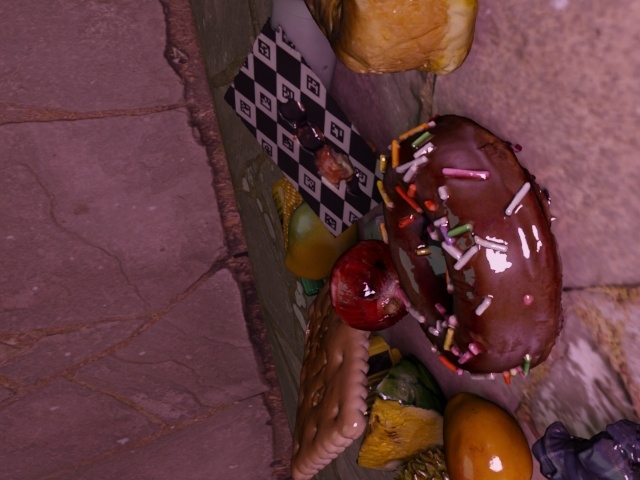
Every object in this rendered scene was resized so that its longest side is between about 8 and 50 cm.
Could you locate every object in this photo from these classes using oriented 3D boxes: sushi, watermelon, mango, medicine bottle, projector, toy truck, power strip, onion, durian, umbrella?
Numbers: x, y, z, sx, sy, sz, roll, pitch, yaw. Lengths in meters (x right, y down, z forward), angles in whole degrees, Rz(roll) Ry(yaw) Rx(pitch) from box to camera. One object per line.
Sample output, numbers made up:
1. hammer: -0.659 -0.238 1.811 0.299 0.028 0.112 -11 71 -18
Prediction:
1. sushi: -0.007 -0.163 1.157 0.290 0.050 0.264 52 155 1
2. watermelon: 0.112 0.248 1.111 0.301 0.129 0.123 97 153 -56
3. mango: 0.004 -0.001 1.361 0.191 0.122 0.085 100 -179 -52
4. medicine bottle: -0.045 -0.007 1.730 0.095 0.064 0.260 120 134 -74
5. mango: 0.179 0.231 0.878 0.163 0.090 0.111 178 89 -88
6. projector: -0.023 -0.286 1.157 0.337 0.108 0.108 105 149 -67
7. toy truck: 0.057 0.229 1.363 0.272 0.124 0.157 133 117 -77
8. power strip: 0.085 -0.012 1.202 0.090 0.016 0.040 140 116 -77
9. onion: 0.069 0.061 1.074 0.131 0.131 0.131 165 90 -79
10. durian: 0.151 0.352 1.031 0.186 0.108 0.119 47 140 33
11. umbrella: 0.239 0.172 0.571 0.224 0.080 0.071 173 117 -75

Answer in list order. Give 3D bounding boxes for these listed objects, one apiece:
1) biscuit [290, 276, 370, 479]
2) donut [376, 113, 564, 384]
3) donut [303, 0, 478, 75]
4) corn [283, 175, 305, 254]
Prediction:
1. biscuit: 0.015 0.177 1.186 0.217 0.044 0.324 124 158 -48
2. donut: 0.135 0.008 0.768 0.270 0.103 0.269 164 90 -78
3. donut: 0.051 -0.279 0.744 0.208 0.128 0.261 87 162 -44
4. corn: -0.016 -0.061 1.428 0.305 0.106 0.106 92 161 -45
